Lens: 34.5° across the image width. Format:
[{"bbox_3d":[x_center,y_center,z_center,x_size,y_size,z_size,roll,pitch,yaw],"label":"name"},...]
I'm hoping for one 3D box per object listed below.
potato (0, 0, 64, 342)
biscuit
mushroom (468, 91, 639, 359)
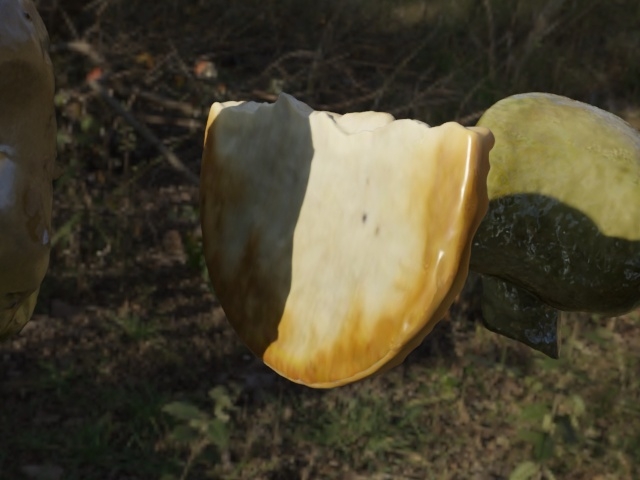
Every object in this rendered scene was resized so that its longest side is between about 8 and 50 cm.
[{"bbox_3d":[-0.237,-0.057,0.619,0.165,0.262,0.165,-4,17,1],"label":"potato"},{"bbox_3d":[0.000,0.000,0.740,0.040,0.205,0.309,5,6,-38],"label":"biscuit"},{"bbox_3d":[0.261,-0.030,1.135,0.217,0.292,0.212,32,-5,-37],"label":"mushroom"}]
